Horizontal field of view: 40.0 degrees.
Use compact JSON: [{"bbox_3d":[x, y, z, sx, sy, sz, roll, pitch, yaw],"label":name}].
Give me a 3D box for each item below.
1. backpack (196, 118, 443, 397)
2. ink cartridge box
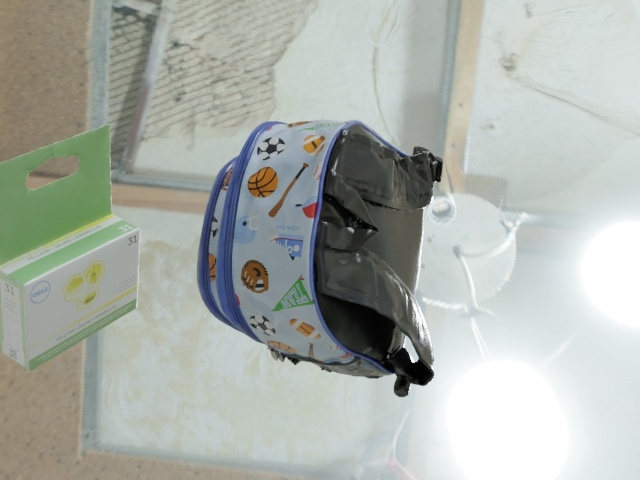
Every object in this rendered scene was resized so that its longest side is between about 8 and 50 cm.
[{"bbox_3d":[0.000,0.000,0.870,0.213,0.263,0.276,-1,-107,18],"label":"backpack"},{"bbox_3d":[-0.279,0.007,0.977,0.056,0.171,0.235,27,-54,25],"label":"ink cartridge box"}]
